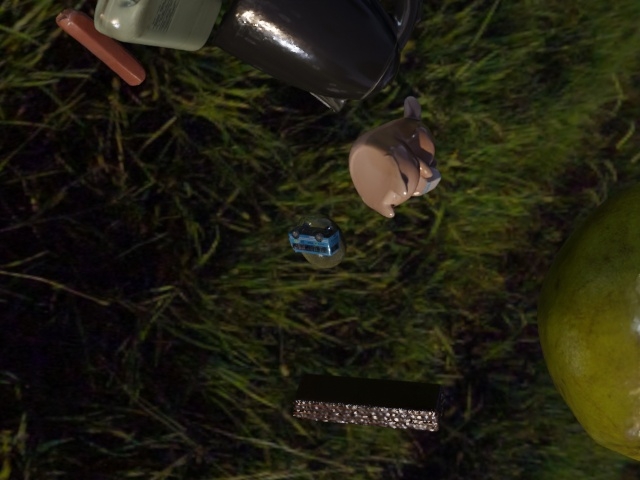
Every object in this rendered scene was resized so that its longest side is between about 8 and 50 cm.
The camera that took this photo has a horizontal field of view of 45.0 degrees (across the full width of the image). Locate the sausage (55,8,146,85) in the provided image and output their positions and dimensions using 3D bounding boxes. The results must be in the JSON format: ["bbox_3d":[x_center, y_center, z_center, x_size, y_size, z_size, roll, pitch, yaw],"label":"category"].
[{"bbox_3d":[-0.260,-0.232,0.937,0.147,0.030,0.035,38,73,-60],"label":"sausage"}]

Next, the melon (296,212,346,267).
[{"bbox_3d":[0.000,0.000,1.634,0.131,0.098,0.098,50,48,-22],"label":"melon"}]

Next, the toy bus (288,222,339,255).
[{"bbox_3d":[-0.010,-0.001,1.301,0.038,0.083,0.046,-38,127,-49],"label":"toy bus"}]

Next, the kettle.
[{"bbox_3d":[0.015,-0.360,1.228,0.290,0.207,0.268,28,105,-14],"label":"kettle"}]

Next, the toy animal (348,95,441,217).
[{"bbox_3d":[0.192,-0.198,1.878,0.256,0.213,0.195,-28,153,-43],"label":"toy animal"}]

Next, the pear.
[{"bbox_3d":[0.495,0.118,1.159,0.352,0.351,0.414,37,64,-46],"label":"pear"}]

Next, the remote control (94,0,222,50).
[{"bbox_3d":[-0.153,-0.240,0.792,0.090,0.038,0.309,-64,-179,13],"label":"remote control"}]

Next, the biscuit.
[{"bbox_3d":[0.118,0.411,1.975,0.107,0.388,0.073,-65,151,-53],"label":"biscuit"}]
